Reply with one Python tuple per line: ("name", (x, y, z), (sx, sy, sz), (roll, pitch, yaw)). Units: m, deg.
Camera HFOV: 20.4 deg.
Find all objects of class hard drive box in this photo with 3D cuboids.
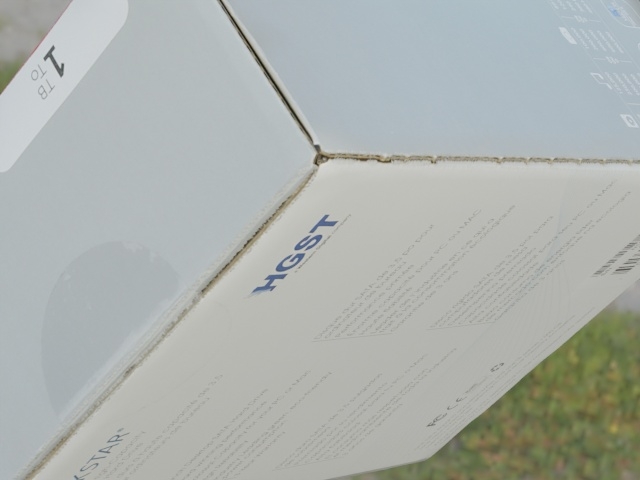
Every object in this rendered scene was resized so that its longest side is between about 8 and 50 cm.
("hard drive box", (0.000, 0.000, 0.555), (0.232, 0.181, 0.089), (-2, 54, -51))
